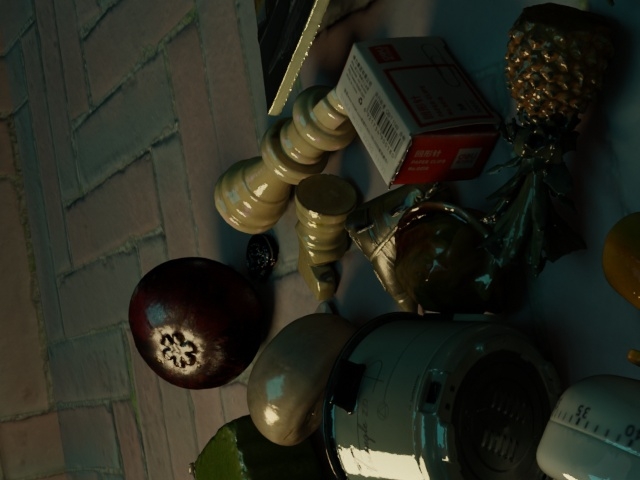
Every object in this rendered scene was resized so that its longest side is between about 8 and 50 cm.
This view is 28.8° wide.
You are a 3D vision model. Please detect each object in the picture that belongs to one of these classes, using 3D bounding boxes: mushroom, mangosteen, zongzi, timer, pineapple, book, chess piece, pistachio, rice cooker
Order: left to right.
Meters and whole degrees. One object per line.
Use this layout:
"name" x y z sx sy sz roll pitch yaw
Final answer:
"mangosteen" -0.205 0.124 2.140 0.261 0.236 0.235 -66 -11 -59
"book" -0.048 -0.401 1.794 0.262 0.028 0.373 116 153 -48
"chess piece" -0.037 -0.137 1.844 0.397 0.117 0.117 -42 59 55
"chess piece" 0.000 0.000 1.850 0.200 0.090 0.090 98 151 -47
"mushroom" 0.010 0.215 1.784 0.215 0.207 0.207 28 128 17
"zongzi" 0.139 0.010 1.610 0.189 0.081 0.178 -24 96 47
"rice cooker" 0.135 0.202 1.439 0.227 0.281 0.241 -4 68 50
"pistachio" 0.154 0.028 1.499 0.165 0.131 0.210 58 160 -3
"pineapple" 0.243 -0.105 1.326 0.130 0.119 0.277 14 118 13
"timer" 0.308 0.231 1.128 0.233 0.234 0.240 17 82 60

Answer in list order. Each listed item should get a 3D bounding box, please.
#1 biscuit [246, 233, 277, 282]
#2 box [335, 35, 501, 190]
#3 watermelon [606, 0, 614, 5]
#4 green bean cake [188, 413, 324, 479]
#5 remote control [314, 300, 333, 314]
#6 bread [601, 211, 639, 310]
"biscuit" -0.099 0.032 2.083 0.087 0.027 0.089 28 120 58
"box" 0.117 -0.160 1.521 0.182 0.133 0.099 64 147 36
"watermelon" 0.276 -0.294 1.226 0.109 0.109 0.109 22 115 59
"green bean cake" -0.091 0.418 2.017 0.250 0.156 0.246 -53 49 53
"remote control" -0.027 0.181 1.962 0.229 0.044 0.073 -60 42 48
"bread" 0.358 0.057 1.177 0.239 0.074 0.092 44 128 50
